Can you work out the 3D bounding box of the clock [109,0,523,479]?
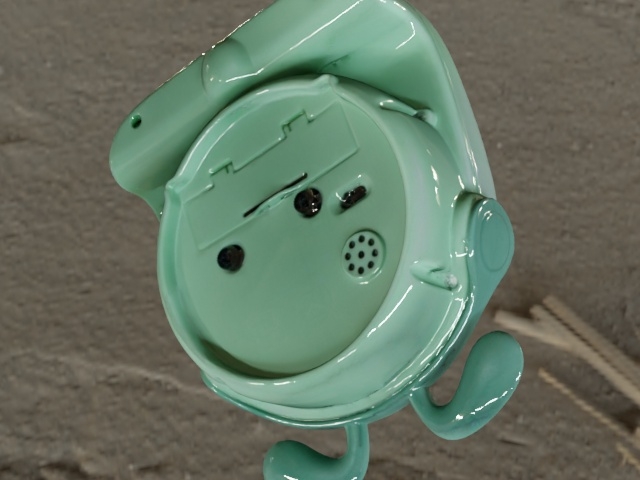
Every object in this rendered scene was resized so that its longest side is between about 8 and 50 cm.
[{"bbox_3d":[0.001,0.000,0.477,0.148,0.060,0.188,-33,63,23],"label":"clock"}]
